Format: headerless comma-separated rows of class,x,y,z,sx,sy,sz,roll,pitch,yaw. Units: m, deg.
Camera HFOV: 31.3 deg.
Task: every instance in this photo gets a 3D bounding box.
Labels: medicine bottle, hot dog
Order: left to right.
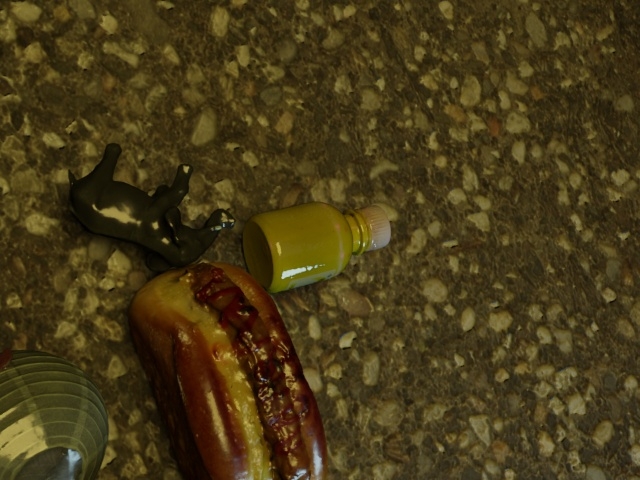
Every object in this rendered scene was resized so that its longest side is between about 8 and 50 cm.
hot dog,-0.118,0.215,1.570,0.185,0.223,0.405,-19,84,-23
medicine bottle,0.000,0.000,1.729,0.212,0.122,0.122,-13,82,-26

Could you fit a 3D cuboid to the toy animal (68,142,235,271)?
toy animal,-0.245,-0.039,1.633,0.245,0.115,0.146,11,47,0

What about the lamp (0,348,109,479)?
lamp,-0.400,0.257,1.441,0.233,0.233,0.265,39,74,-10
